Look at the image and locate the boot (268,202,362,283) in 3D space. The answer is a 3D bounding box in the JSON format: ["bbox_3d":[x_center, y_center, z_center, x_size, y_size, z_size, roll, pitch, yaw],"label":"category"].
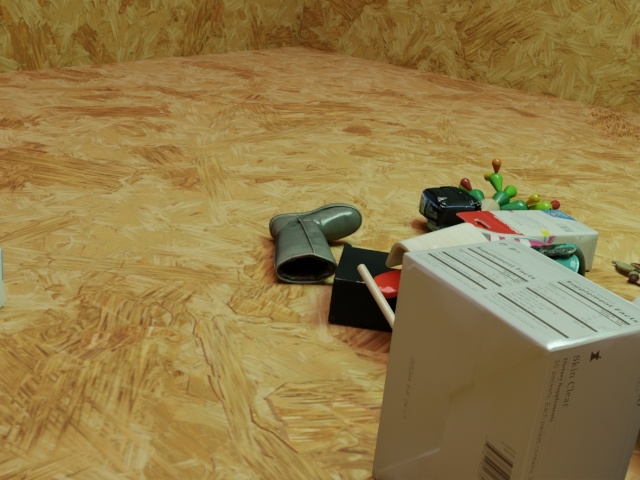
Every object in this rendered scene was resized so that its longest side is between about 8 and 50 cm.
[{"bbox_3d":[0.001,0.002,1.402,0.189,0.076,0.208,-13,17,-8],"label":"boot"}]

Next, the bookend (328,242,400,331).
[{"bbox_3d":[0.100,0.073,1.247,0.156,0.072,0.157,9,20,4],"label":"bookend"}]

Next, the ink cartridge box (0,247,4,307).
[{"bbox_3d":[-0.523,0.050,1.111,0.143,0.092,0.090,13,22,15],"label":"ink cartridge box"}]

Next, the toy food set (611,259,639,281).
[{"bbox_3d":[0.590,0.063,1.482,0.078,0.019,0.122,5,13,-3],"label":"toy food set"}]

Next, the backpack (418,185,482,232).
[{"bbox_3d":[0.250,-0.058,1.608,0.105,0.084,0.114,-3,27,-20],"label":"backpack"}]

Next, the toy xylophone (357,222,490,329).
[{"bbox_3d":[0.181,0.092,1.078,0.236,0.081,0.323,-9,43,-14],"label":"toy xylophone"}]

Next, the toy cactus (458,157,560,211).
[{"bbox_3d":[0.378,-0.086,1.717,0.219,0.112,0.180,28,39,27],"label":"toy cactus"}]

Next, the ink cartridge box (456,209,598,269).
[{"bbox_3d":[0.374,0.001,1.499,0.231,0.078,0.134,-2,22,-19],"label":"ink cartridge box"}]

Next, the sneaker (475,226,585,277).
[{"bbox_3d":[0.312,0.055,1.279,0.295,0.124,0.178,-1,14,-35],"label":"sneaker"}]

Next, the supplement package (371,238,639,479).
[{"bbox_3d":[0.176,0.160,0.779,0.145,0.262,0.204,-8,25,-29],"label":"supplement package"}]

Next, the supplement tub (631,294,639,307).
[{"bbox_3d":[0.469,0.174,0.919,0.191,0.191,0.272,2,21,-10],"label":"supplement tub"}]
